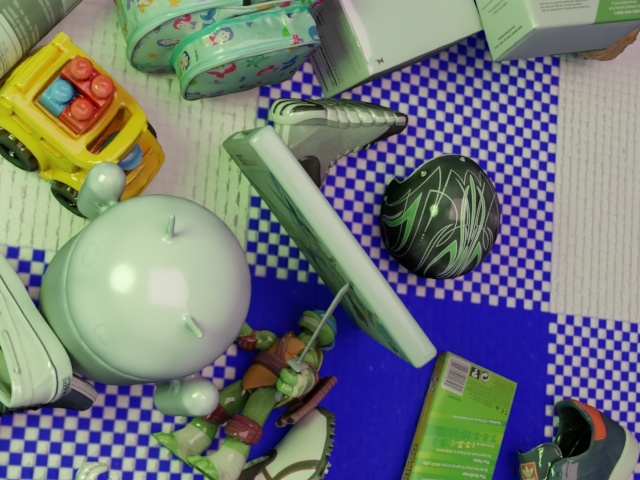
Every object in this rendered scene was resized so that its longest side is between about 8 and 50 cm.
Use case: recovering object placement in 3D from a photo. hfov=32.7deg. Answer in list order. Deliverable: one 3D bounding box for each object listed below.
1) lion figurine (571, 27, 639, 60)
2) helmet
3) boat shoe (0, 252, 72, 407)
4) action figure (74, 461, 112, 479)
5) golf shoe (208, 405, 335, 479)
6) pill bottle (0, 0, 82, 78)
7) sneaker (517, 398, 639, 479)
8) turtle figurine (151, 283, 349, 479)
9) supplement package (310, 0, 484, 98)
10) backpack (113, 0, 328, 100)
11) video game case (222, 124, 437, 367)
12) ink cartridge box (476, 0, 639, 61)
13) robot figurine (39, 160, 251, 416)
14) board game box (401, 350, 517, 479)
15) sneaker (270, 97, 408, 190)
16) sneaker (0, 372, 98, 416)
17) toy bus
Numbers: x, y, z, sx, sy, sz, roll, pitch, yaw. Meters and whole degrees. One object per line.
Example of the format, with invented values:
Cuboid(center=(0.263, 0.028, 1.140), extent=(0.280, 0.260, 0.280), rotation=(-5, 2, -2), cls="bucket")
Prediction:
Cuboid(center=(0.323, -0.427, 1.649), extent=(0.240, 0.142, 0.392), rotation=(-34, 96, -27), cls="lion figurine")
Cuboid(center=(0.171, -0.031, 1.517), extent=(0.169, 0.161, 0.169), rotation=(3, 83, -24), cls="helmet")
Cuboid(center=(-0.379, 0.085, 1.228), extent=(0.258, 0.095, 0.084), rotation=(41, 32, 28), cls="boat shoe")
Cuboid(center=(-0.324, 0.384, 1.127), extent=(0.276, 0.370, 0.248), rotation=(-19, 91, -24), cls="action figure")
Cuboid(center=(-0.077, 0.318, 1.399), extent=(0.120, 0.105, 0.273), rotation=(36, 70, -9), cls="golf shoe")
Cuboid(center=(-0.417, -0.264, 1.277), extent=(0.161, 0.161, 0.283), rotation=(45, 68, -13), cls="pill bottle")
Cuboid(center=(0.327, 0.381, 1.559), extent=(0.148, 0.131, 0.350), rotation=(41, 56, -14), cls="sneaker")
Cuboid(center=(-0.101, 0.154, 1.358), extent=(0.198, 0.274, 0.266), rotation=(32, 73, 18), cls="turtle figurine")
Cuboid(center=(0.068, -0.364, 1.520), extent=(0.204, 0.145, 0.261), rotation=(-25, 95, -25), cls="supplement package")
Cuboid(center=(-0.129, -0.285, 1.379), extent=(0.254, 0.225, 0.191), rotation=(-7, 82, -21), cls="backpack")
Cuboid(center=(0.000, 0.000, 1.364), extent=(0.036, 0.300, 0.329), rotation=(-38, 100, -6), cls="video game case")
Cuboid(center=(0.310, -0.404, 1.504), extent=(0.201, 0.117, 0.278), rotation=(-10, 80, -24), cls="ink cartridge box")
Cuboid(center=(-0.201, 0.060, 1.229), extent=(0.200, 0.353, 0.300), rotation=(-27, 93, -25), cls="robot figurine")
Cuboid(center=(0.190, 0.300, 1.542), extent=(0.124, 0.039, 0.259), rotation=(26, 66, -16), cls="board game box")
Cuboid(center=(0.018, -0.127, 1.517), extent=(0.229, 0.086, 0.132), rotation=(-2, 109, -37), cls="sneaker")
Cuboid(center=(-0.386, 0.212, 1.268), extent=(0.226, 0.086, 0.163), rotation=(16, 67, -12), cls="sneaker")
Cuboid(center=(-0.276, -0.139, 1.301), extent=(0.220, 0.211, 0.149), rotation=(43, 67, -16), cls="toy bus")
